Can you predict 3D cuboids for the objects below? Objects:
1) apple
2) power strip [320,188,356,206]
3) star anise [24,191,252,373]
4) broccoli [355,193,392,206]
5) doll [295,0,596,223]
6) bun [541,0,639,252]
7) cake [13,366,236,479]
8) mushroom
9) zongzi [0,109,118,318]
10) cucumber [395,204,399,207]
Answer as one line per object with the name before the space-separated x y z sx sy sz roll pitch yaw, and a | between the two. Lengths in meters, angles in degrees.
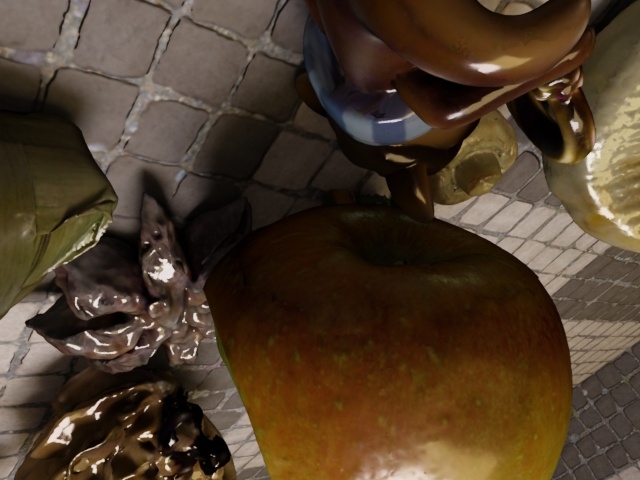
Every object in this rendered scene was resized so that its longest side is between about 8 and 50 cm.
apple | 0.057 0.148 0.618 0.374 0.383 0.375 -48 146 -48
power strip | 0.000 0.000 0.817 0.028 0.049 0.178 3 135 -29
star anise | -0.190 0.070 0.720 0.331 0.118 0.332 -17 139 -15
broccoli | 0.071 -0.019 0.808 0.095 0.092 0.097 7 159 -44
doll | 0.095 -0.178 0.490 0.209 0.318 0.340 -46 162 -13
bun | 0.466 -0.159 0.769 0.364 0.219 0.366 -2 113 -5
cake | -0.263 0.341 0.843 0.332 0.332 0.321 0 138 -35
mushroom | 0.184 -0.110 0.745 0.147 0.112 0.148 -19 154 -10
zongzi | -0.399 0.024 0.470 0.360 0.160 0.322 -39 153 28
cucumber | 0.133 -0.021 0.870 0.064 0.064 0.112 -13 143 -21
